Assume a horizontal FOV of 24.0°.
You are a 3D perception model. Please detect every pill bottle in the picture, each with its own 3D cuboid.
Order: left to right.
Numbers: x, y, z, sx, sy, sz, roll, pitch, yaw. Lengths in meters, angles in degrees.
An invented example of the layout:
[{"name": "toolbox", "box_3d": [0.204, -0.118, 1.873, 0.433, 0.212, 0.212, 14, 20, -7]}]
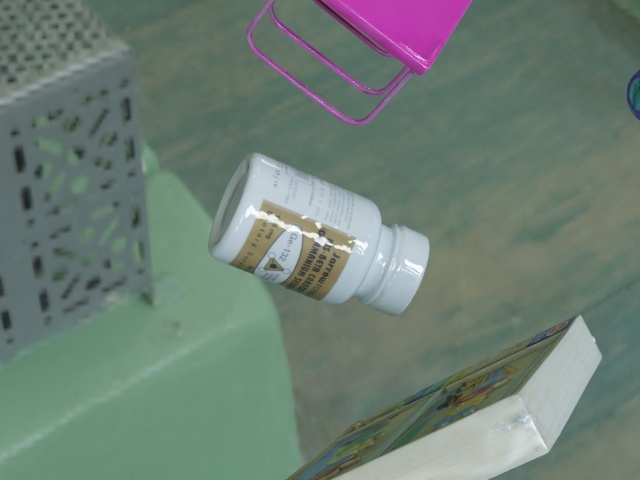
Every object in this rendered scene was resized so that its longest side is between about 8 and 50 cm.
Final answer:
[{"name": "pill bottle", "box_3d": [0.000, 0.000, 1.709, 0.229, 0.131, 0.131, 22, 50, -14]}]

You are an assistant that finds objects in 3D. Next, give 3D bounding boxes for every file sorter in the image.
[{"name": "file sorter", "box_3d": [0.067, -0.315, 1.856, 0.202, 0.182, 0.291, 37, 53, -6]}]

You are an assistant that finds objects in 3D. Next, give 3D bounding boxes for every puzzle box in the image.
[{"name": "puzzle box", "box_3d": [0.100, 0.171, 1.325, 0.272, 0.409, 0.052, -27, 88, 16]}]

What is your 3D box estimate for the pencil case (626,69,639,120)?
[{"name": "pencil case", "box_3d": [0.355, -0.136, 1.403, 0.070, 0.151, 0.065, 22, 86, -25]}]
